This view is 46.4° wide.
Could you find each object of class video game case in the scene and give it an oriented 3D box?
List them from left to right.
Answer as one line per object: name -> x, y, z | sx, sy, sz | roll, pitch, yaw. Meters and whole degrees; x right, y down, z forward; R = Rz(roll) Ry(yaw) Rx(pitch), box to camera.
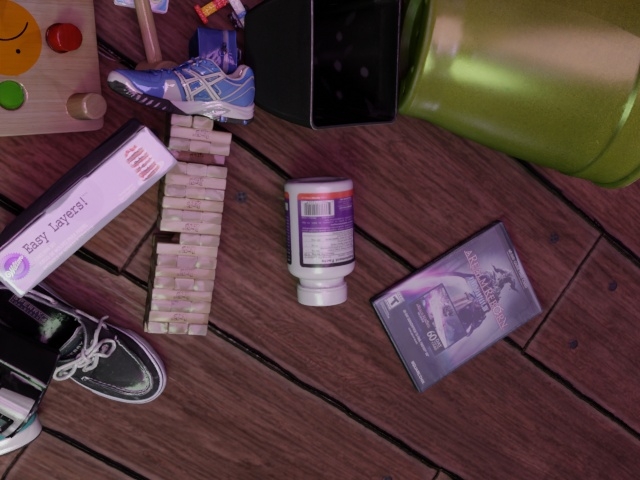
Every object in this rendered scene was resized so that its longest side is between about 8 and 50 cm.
video game case -> 0.243, 0.115, 1.311 | 0.274, 0.026, 0.196 | -31, 107, -9

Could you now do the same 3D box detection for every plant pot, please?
plant pot -> -0.009, -0.264, 1.069 | 0.187, 0.167, 0.188 | -14, 111, -46
plant pot -> 0.300, -0.281, 1.112 | 0.353, 0.366, 0.366 | 7, 97, -7

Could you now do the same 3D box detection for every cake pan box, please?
cake pan box -> -0.320, -0.054, 0.991 | 0.267, 0.246, 0.070 | -42, 108, -7

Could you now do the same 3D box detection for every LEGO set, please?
LEGO set -> -0.163, -0.408, 1.079 | 0.244, 0.060, 0.182 | 8, 101, -19

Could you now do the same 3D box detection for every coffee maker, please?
coffee maker -> -0.434, 0.142, 0.958 | 0.178, 0.120, 0.171 | 35, 60, -27

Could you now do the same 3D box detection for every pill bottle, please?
pill bottle -> 0.000, 0.000, 1.171 | 0.108, 0.108, 0.193 | -5, 101, -16

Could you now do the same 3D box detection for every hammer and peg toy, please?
hammer and peg toy -> -0.369, -0.275, 0.986 | 0.361, 0.127, 0.265 | -13, 106, -41

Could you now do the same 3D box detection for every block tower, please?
block tower -> -0.201, -0.018, 1.115 | 0.091, 0.097, 0.335 | 5, 99, -17

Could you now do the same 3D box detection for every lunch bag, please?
lunch bag -> -0.151, -0.269, 1.083 | 0.065, 0.098, 0.067 | -2, 90, -20

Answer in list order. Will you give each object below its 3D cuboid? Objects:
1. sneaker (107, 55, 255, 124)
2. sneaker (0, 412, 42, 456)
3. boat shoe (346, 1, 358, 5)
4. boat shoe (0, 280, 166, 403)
sneaker -> -0.184, -0.212, 1.011 | 0.211, 0.080, 0.081 | 2, 108, -36
sneaker -> -0.558, 0.238, 1.030 | 0.296, 0.124, 0.178 | -16, 109, -22
boat shoe -> -0.011, -0.407, 1.091 | 0.228, 0.081, 0.068 | 24, 76, -44
boat shoe -> -0.354, 0.149, 1.090 | 0.113, 0.105, 0.306 | -47, 109, -5
